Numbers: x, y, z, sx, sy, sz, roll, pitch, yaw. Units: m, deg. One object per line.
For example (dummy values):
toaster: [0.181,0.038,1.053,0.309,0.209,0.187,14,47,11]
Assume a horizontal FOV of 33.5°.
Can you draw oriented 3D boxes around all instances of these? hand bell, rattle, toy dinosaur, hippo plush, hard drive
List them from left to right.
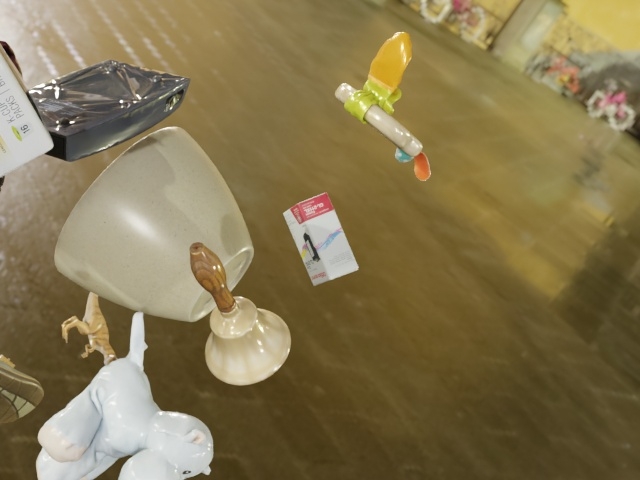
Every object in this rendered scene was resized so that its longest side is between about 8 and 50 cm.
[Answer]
hard drive: [-0.315,-0.181,1.461,0.172,0.054,0.255,17,32,27]
toy dinosaur: [-0.435,0.155,2.025,0.112,0.064,0.211,-8,69,-19]
hippo plush: [-0.291,0.331,1.740,0.237,0.234,0.294,32,61,12]
hand bell: [-0.129,0.078,1.415,0.126,0.126,0.242,50,-13,38]
rattle: [0.128,-0.197,1.581,0.200,0.142,0.130,33,-9,-31]

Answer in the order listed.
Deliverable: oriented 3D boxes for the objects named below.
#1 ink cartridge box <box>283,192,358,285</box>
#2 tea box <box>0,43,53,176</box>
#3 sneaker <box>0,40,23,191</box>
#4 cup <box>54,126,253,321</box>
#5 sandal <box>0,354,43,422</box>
ink cartridge box: [0.000,0.000,2.248,0.175,0.072,0.127,67,-19,2]
tea box: [-0.513,-0.189,1.111,0.220,0.324,0.329,50,-14,51]
sneaker: [-0.501,-0.167,1.565,0.106,0.281,0.162,6,0,-26]
cup: [-0.257,0.004,1.849,0.237,0.331,0.331,39,19,10]
sandal: [-0.376,0.154,1.200,0.049,0.072,0.180,61,7,35]
